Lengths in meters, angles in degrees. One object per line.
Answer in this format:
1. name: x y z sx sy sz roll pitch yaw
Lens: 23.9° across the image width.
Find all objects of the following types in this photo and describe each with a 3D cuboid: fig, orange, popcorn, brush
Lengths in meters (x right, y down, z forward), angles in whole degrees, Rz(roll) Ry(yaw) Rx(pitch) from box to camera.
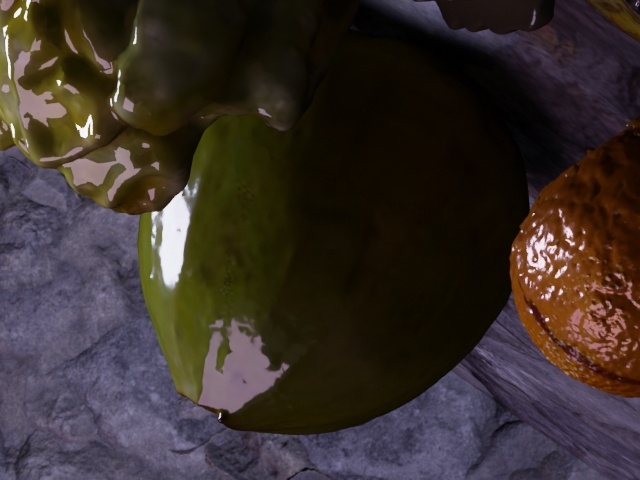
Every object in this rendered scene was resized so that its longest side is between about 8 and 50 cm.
1. fig: -0.002 -0.003 1.247 0.343 0.343 0.343 35 172 6
2. orange: 0.217 0.012 0.957 0.161 0.193 0.193 51 178 23
3. popcorn: -0.114 -0.179 0.971 0.312 0.312 0.312 35 172 6
4. brush: 0.132 -0.151 0.845 0.084 0.071 0.301 27 176 -29

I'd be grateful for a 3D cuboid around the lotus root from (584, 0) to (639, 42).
1. lotus root: 0.148 -0.148 0.640 0.209 0.120 0.120 41 170 -28
